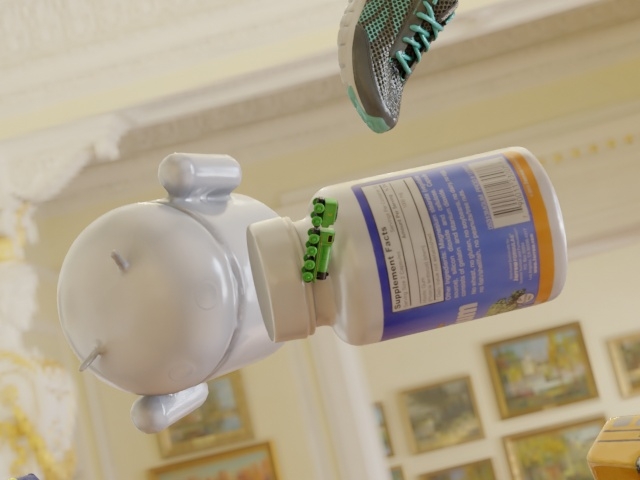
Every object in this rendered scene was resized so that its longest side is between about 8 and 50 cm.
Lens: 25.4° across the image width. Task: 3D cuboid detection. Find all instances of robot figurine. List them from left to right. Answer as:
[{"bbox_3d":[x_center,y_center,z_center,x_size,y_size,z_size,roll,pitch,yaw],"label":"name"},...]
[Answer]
[{"bbox_3d":[-0.145,0.054,1.519,0.200,0.300,0.353,8,8,23],"label":"robot figurine"}]

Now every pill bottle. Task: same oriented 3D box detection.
[{"bbox_3d":[0.075,0.012,1.309,0.272,0.152,0.152,-13,-11,-8],"label":"pill bottle"}]

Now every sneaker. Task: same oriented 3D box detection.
[{"bbox_3d":[0.058,-0.153,0.981,0.076,0.166,0.065,-7,-27,26],"label":"sneaker"}]

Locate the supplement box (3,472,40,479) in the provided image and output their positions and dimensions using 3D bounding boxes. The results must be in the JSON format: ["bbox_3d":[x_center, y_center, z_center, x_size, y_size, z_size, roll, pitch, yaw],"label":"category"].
[{"bbox_3d":[-0.303,0.318,0.944,0.194,0.195,0.356,-50,-20,23],"label":"supplement box"}]

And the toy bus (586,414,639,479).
[{"bbox_3d":[0.479,0.266,1.642,0.333,0.108,0.130,-10,23,40],"label":"toy bus"}]

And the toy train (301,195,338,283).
[{"bbox_3d":[0.000,0.000,1.216,0.024,0.083,0.017,5,28,-8],"label":"toy train"}]
